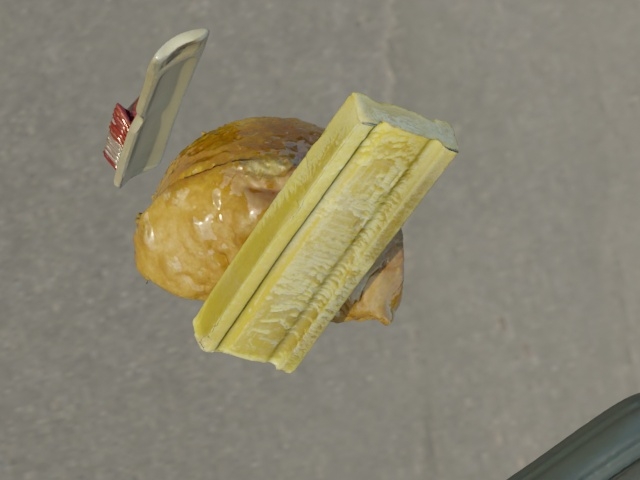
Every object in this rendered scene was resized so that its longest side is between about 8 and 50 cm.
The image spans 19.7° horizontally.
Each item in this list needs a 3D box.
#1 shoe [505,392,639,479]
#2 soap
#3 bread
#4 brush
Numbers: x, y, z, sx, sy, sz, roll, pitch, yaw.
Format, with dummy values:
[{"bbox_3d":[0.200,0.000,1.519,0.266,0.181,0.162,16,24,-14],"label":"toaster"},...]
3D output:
[{"bbox_3d":[0.107,0.175,0.870,0.241,0.093,0.108,-39,134,-5],"label":"shoe"},{"bbox_3d":[0.000,-0.001,1.404,0.092,0.252,0.037,18,35,-29],"label":"soap"},{"bbox_3d":[-0.036,-0.025,1.528,0.229,0.139,0.143,8,34,-7],"label":"bread"},{"bbox_3d":[-0.158,-0.129,1.705,0.060,0.321,0.050,-30,82,-20],"label":"brush"}]
